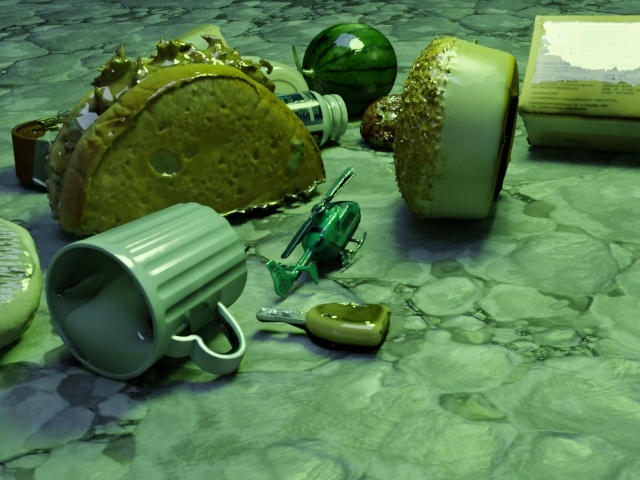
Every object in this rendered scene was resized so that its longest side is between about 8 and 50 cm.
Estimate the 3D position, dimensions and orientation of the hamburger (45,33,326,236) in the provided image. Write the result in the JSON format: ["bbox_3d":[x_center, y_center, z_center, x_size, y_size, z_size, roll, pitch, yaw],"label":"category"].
[{"bbox_3d":[-0.226,-0.182,1.623,0.446,0.287,0.268,-13,23,-30],"label":"hamburger"}]

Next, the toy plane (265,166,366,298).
[{"bbox_3d":[0.000,0.000,1.406,0.060,0.096,0.235,8,44,31],"label":"toy plane"}]

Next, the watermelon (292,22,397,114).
[{"bbox_3d":[0.050,-0.344,2.064,0.215,0.188,0.188,-17,27,-35],"label":"watermelon"}]

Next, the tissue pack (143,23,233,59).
[{"bbox_3d":[-0.305,-0.312,2.023,0.215,0.123,0.256,-38,10,31],"label":"tissue pack"}]

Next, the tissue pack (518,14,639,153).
[{"bbox_3d":[0.528,-0.256,1.802,0.306,0.238,0.238,6,25,23],"label":"tissue pack"}]

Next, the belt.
[{"bbox_3d":[-0.418,-0.170,1.844,0.261,0.105,0.184,-12,23,-25],"label":"belt"}]

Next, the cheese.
[{"bbox_3d":[0.001,0.098,1.247,0.163,0.036,0.086,4,24,16],"label":"cheese"}]

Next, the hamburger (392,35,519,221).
[{"bbox_3d":[0.197,-0.165,1.535,0.179,0.276,0.294,9,15,12],"label":"hamburger"}]

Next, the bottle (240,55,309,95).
[{"bbox_3d":[-0.126,-0.292,2.023,0.148,0.147,0.236,-13,23,-19],"label":"bottle"}]

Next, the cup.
[{"bbox_3d":[-0.188,0.073,1.234,0.167,0.221,0.202,-30,2,38],"label":"cup"}]

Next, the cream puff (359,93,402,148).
[{"bbox_3d":[0.146,-0.225,1.905,0.149,0.084,0.149,-5,24,2],"label":"cream puff"}]

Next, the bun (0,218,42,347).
[{"bbox_3d":[-0.453,0.068,1.287,0.210,0.116,0.237,-4,38,-7],"label":"bun"}]

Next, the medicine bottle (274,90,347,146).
[{"bbox_3d":[-0.052,-0.218,1.883,0.192,0.107,0.107,-11,25,-23],"label":"medicine bottle"}]
